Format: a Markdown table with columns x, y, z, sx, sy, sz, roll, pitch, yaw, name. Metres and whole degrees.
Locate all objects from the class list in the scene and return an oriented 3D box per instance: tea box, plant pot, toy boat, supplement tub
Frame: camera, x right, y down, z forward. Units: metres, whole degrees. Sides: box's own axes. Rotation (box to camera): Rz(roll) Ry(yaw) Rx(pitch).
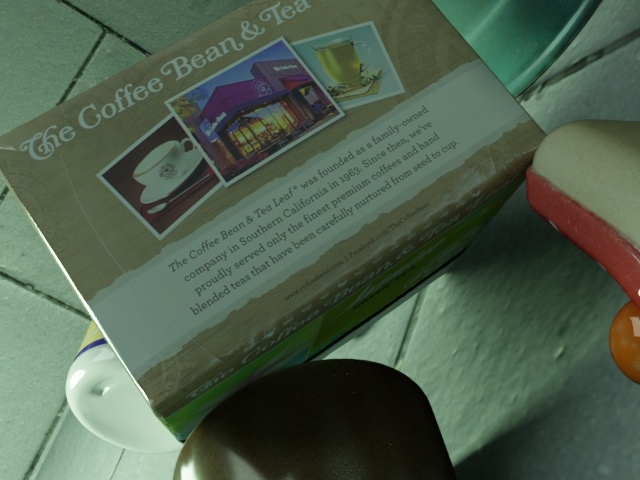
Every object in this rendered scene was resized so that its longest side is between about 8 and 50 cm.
| x | y | z | sx | sy | sz | roll | pitch | yaw | name |
| --- | --- | --- | --- | --- | --- | --- | --- | --- | --- |
| -0.043 | -0.015 | 0.659 | 0.329 | 0.220 | 0.323 | -33 | -14 | -14 | tea box |
| 0.123 | -0.371 | 0.934 | 0.341 | 0.334 | 0.341 | -51 | 20 | 27 | plant pot |
| 0.022 | 0.237 | 0.521 | 0.215 | 0.215 | 0.230 | -54 | 33 | 18 | plant pot |
| 0.214 | 0.021 | 0.459 | 0.231 | 0.150 | 0.151 | -110 | 22 | -67 | toy boat |
| -0.255 | 0.150 | 1.275 | 0.241 | 0.241 | 0.331 | -46 | 23 | 36 | supplement tub |
